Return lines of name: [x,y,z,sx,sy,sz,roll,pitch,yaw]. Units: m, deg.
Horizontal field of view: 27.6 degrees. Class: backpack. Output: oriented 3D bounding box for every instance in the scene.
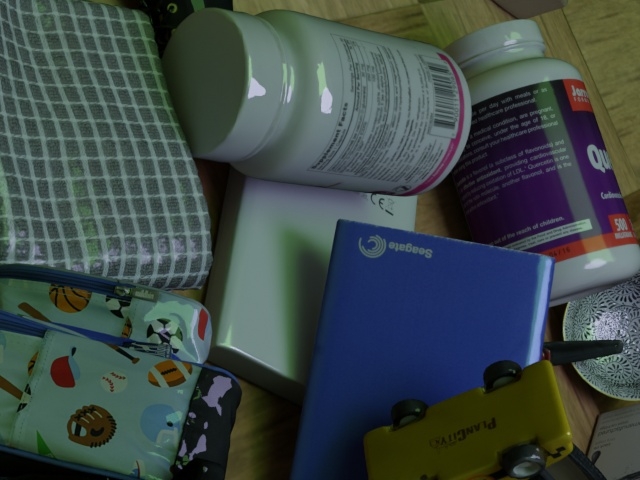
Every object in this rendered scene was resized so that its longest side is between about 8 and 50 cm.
backpack: [-0.201,0.136,0.910,0.263,0.276,0.213,10,53,-10]

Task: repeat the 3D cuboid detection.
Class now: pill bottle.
pill bottle: [-0.004,-0.131,1.241,0.283,0.160,0.160,5,68,-43]
pill bottle: [0.246,-0.086,1.525,0.181,0.181,0.323,-6,77,-47]

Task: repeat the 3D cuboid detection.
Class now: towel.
towel: [-0.224,-0.082,1.094,0.235,0.121,0.283,-3,74,-47]

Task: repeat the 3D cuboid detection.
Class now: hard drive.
hard drive: [0.090,0.153,1.207,0.210,0.040,0.318,10,77,2]
hard drive: [0.000,0.000,1.337,0.233,0.047,0.353,30,52,-32]

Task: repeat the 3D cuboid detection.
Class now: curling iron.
curling iron: [0.249,0.123,1.495,0.274,0.068,0.035,6,32,-32]

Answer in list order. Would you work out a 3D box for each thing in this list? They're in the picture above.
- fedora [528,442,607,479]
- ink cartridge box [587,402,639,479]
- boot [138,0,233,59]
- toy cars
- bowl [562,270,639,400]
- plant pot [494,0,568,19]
fedora: [0.215,0.334,1.285,0.152,0.334,0.334,-31,95,-15]
ink cartridge box: [0.390,0.298,1.496,0.100,0.172,0.237,47,45,-19]
boot: [-0.165,-0.242,1.257,0.236,0.085,0.178,2,72,-45]
toy cars: [0.078,0.267,1.110,0.393,0.176,0.087,-54,133,-10]
bowl: [0.380,0.115,1.620,0.080,0.170,0.170,80,-9,-83]
plant pot: [0.286,-0.365,1.762,0.096,0.109,0.109,49,43,-35]
